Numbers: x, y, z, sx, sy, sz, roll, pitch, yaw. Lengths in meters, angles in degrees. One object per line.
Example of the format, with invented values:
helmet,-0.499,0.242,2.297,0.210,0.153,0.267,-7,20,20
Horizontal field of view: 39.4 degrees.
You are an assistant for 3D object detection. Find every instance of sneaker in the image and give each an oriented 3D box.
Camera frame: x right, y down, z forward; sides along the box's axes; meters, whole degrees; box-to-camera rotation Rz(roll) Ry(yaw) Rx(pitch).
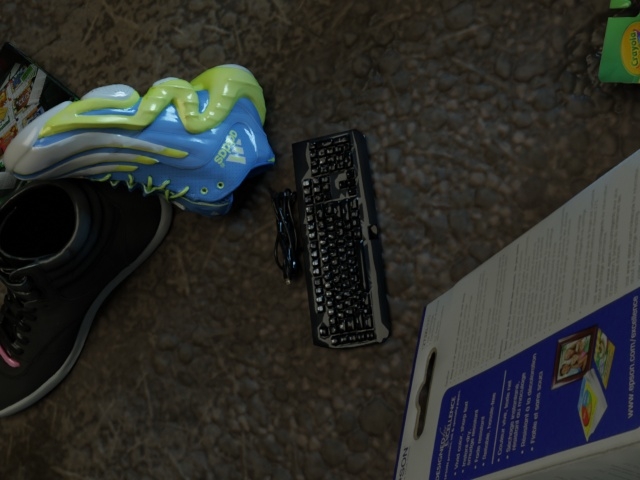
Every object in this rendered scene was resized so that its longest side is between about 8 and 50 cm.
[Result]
sneaker,-0.277,0.049,0.836,0.104,0.147,0.295,45,102,24
sneaker,-0.139,-0.070,0.769,0.126,0.240,0.091,64,153,5

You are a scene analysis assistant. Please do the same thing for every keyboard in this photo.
keyboard,0.000,0.000,0.773,0.100,0.038,0.191,-13,74,23

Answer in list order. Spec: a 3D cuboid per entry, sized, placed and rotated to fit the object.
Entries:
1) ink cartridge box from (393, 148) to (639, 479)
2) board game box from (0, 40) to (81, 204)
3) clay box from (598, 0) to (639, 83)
ink cartridge box,0.152,0.067,0.547,0.069,0.371,0.175,21,62,-14
board game box,-0.365,-0.074,0.968,0.136,0.030,0.259,39,98,24
clay box,0.323,-0.158,0.638,0.222,0.053,0.127,10,86,27
